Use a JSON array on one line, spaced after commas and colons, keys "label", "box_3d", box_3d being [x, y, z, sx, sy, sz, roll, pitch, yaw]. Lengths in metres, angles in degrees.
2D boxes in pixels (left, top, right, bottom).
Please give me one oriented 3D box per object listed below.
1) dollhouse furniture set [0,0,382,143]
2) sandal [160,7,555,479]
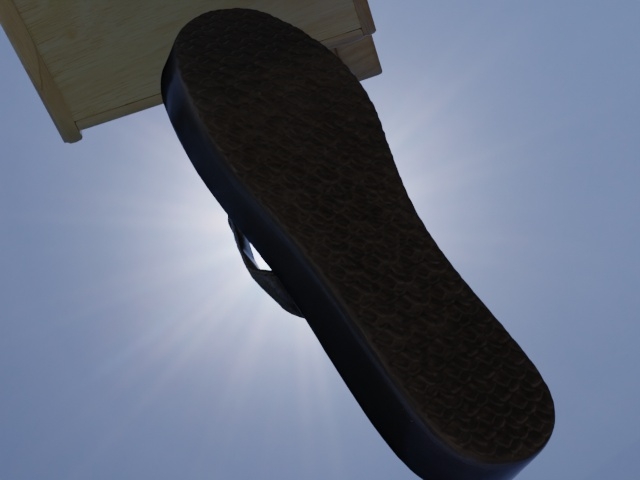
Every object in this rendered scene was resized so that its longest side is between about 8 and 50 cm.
[{"label": "dollhouse furniture set", "box_3d": [-0.100, -0.239, 0.753, 0.174, 0.303, 0.355, -18, -138, 3]}, {"label": "sandal", "box_3d": [0.000, 0.001, 0.560, 0.097, 0.054, 0.254, -8, -123, -37]}]
